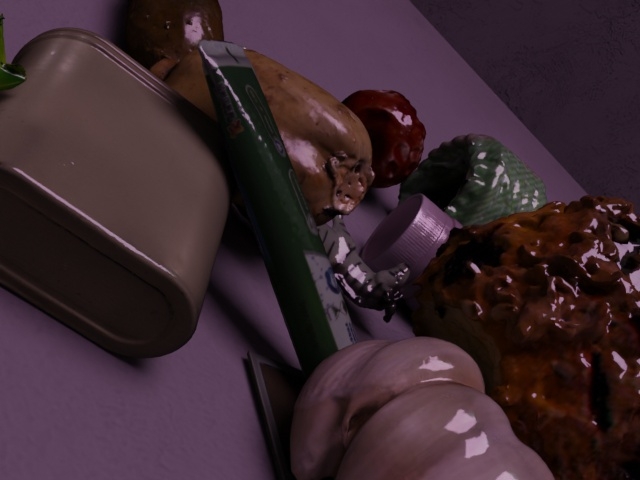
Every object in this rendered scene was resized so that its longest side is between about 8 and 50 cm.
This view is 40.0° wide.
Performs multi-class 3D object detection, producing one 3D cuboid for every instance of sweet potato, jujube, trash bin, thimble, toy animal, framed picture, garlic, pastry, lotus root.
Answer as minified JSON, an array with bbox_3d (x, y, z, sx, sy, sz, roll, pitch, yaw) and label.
[{"bbox_3d":[-0.205,-0.325,1.177,0.131,0.130,0.422,28,27,-36],"label":"sweet potato"},{"bbox_3d":[0.088,-0.167,1.379,0.155,0.155,0.230,43,17,-8],"label":"jujube"},{"bbox_3d":[-0.187,-0.046,0.762,0.243,0.121,0.247,36,29,-21],"label":"trash bin"},{"bbox_3d":[0.218,-0.049,1.321,0.150,0.219,0.219,36,25,-20],"label":"thimble"},{"bbox_3d":[-0.003,0.004,1.042,0.217,0.073,0.176,17,38,-36],"label":"toy animal"},{"bbox_3d":[0.011,0.187,0.842,0.183,0.011,0.142,26,30,-39],"label":"framed picture"},{"bbox_3d":[0.087,0.207,0.706,0.203,0.185,0.281,-20,80,-25],"label":"garlic"},{"bbox_3d":[0.292,0.143,0.896,0.292,0.338,0.404,102,-26,-73],"label":"pastry"},{"bbox_3d":[-0.075,-0.121,0.959,0.284,0.146,0.160,30,54,16],"label":"lotus root"}]

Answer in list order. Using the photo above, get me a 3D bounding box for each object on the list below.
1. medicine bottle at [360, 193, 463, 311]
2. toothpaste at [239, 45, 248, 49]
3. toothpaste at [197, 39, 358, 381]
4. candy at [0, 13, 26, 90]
[{"bbox_3d":[0.185,0.061,1.184,0.250,0.133,0.133,42,23,-13],"label":"medicine bottle"},{"bbox_3d":[-0.095,-0.203,1.272,0.067,0.037,0.255,28,33,-36],"label":"toothpaste"},{"bbox_3d":[-0.032,-0.002,0.839,0.391,0.061,0.099,70,20,-3],"label":"toothpaste"},{"bbox_3d":[-0.326,-0.136,0.679,0.178,0.032,0.102,-14,45,-24],"label":"candy"}]
